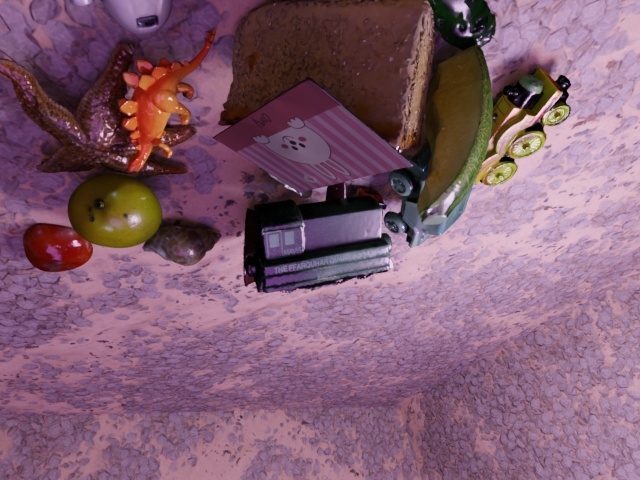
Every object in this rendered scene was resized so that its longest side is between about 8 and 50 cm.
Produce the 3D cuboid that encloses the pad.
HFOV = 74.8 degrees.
[{"bbox_3d":[-0.028,-0.142,0.658,0.202,0.005,0.299,30,161,-32],"label":"pad"}]

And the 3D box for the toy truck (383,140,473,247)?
[{"bbox_3d":[0.258,-0.105,0.999,0.155,0.156,0.279,-40,151,-23],"label":"toy truck"}]

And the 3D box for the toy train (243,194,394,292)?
[{"bbox_3d":[0.000,0.000,0.885,0.329,0.139,0.179,-10,118,-13],"label":"toy train"}]

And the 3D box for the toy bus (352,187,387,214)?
[{"bbox_3d":[0.099,-0.062,1.114,0.079,0.077,0.174,6,141,-24],"label":"toy bus"}]

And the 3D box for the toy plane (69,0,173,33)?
[{"bbox_3d":[-0.255,-0.392,0.530,0.251,0.118,0.252,-24,148,-16],"label":"toy plane"}]

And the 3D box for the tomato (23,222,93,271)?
[{"bbox_3d":[-0.642,0.033,1.022,0.155,0.070,0.156,-9,145,-6],"label":"tomato"}]

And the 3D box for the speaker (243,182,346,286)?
[{"bbox_3d":[-0.033,-0.026,1.042,0.328,0.260,0.198,-5,-172,-5],"label":"speaker"}]

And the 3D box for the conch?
[{"bbox_3d":[-0.354,0.008,1.053,0.172,0.106,0.116,8,165,2],"label":"conch"}]

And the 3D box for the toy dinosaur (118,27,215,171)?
[{"bbox_3d":[-0.276,-0.241,0.704,0.117,0.070,0.288,13,118,-49],"label":"toy dinosaur"}]

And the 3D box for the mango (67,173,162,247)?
[{"bbox_3d":[-0.426,-0.050,0.880,0.175,0.143,0.293,8,168,-19],"label":"mango"}]

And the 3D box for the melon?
[{"bbox_3d":[0.254,-0.178,0.790,0.124,0.324,0.196,5,163,10],"label":"melon"}]

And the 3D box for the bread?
[{"bbox_3d":[0.038,-0.270,0.737,0.314,0.249,0.279,15,-165,25],"label":"bread"}]

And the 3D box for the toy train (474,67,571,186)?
[{"bbox_3d":[0.423,-0.245,0.950,0.160,0.101,0.296,5,140,-21],"label":"toy train"}]

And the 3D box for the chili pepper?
[{"bbox_3d":[0.225,-0.407,0.705,0.098,0.061,0.224,-35,140,27],"label":"chili pepper"}]

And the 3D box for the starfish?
[{"bbox_3d":[-0.412,-0.195,0.768,0.326,0.095,0.375,-25,147,13],"label":"starfish"}]

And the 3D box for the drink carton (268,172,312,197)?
[{"bbox_3d":[-0.027,-0.192,0.859,0.142,0.146,0.144,-40,137,20],"label":"drink carton"}]
